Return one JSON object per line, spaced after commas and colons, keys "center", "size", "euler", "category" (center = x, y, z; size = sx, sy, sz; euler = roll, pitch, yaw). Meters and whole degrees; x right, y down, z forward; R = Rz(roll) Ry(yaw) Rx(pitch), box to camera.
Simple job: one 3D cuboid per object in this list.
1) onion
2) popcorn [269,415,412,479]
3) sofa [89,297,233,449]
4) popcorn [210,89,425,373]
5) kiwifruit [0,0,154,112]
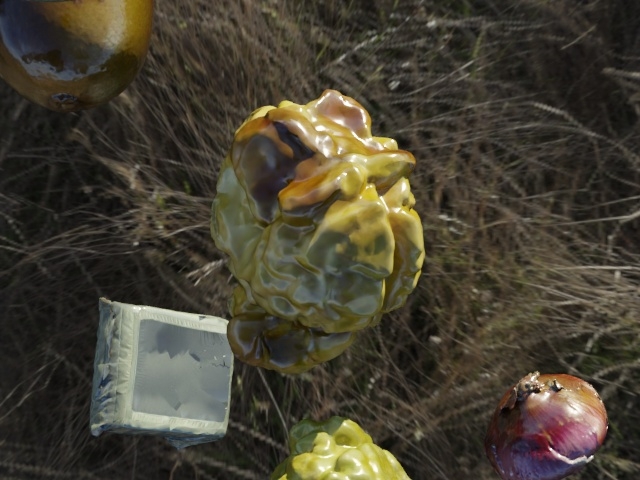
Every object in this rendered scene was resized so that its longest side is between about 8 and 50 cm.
{"center": [0.372, 0.307, 1.814], "size": [0.230, 0.230, 0.163], "euler": [-38, 120, -3], "category": "onion"}
{"center": [0.026, 0.316, 1.165], "size": [0.181, 0.217, 0.235], "euler": [-31, 61, 20], "category": "popcorn"}
{"center": [-0.259, 0.209, 1.628], "size": [0.225, 0.176, 0.210], "euler": [10, 73, -34], "category": "sofa"}
{"center": [0.000, 0.000, 1.197], "size": [0.225, 0.265, 0.332], "euler": [6, 103, -44], "category": "popcorn"}
{"center": [-0.274, -0.251, 1.143], "size": [0.196, 0.196, 0.234], "euler": [-6, 71, -4], "category": "kiwifruit"}
